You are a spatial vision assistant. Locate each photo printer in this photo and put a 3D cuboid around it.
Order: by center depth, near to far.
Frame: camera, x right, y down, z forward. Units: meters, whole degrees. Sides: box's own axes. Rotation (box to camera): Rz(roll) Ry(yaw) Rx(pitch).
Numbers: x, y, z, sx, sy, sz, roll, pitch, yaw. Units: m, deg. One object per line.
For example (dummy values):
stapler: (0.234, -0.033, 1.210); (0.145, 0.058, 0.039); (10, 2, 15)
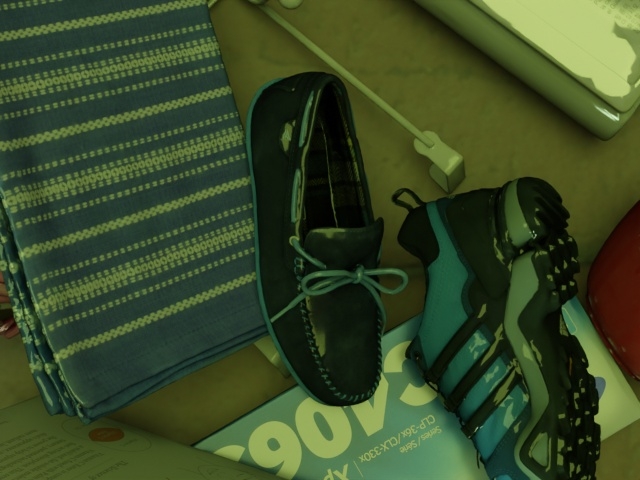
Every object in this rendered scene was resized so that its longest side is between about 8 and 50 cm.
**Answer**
photo printer: (0.197, -0.272, 1.064); (0.307, 0.107, 0.256); (37, 83, 4)

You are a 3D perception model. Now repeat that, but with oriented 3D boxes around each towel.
towel: (-0.139, -0.063, 0.896); (0.243, 0.040, 0.336); (-22, 99, -45)

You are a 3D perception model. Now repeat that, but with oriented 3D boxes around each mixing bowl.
mixing bowl: (0.281, 0.054, 1.009); (0.098, 0.181, 0.181); (-35, 84, 24)

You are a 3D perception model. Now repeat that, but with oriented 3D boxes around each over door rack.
over door rack: (-0.066, -0.084, 1.035); (0.324, 0.108, 0.239); (43, 85, 4)

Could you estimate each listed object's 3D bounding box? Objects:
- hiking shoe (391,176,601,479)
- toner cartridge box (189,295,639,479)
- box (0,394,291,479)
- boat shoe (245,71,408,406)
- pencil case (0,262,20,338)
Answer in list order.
hiking shoe: (0.136, 0.106, 0.957); (0.132, 0.113, 0.304); (-5, 89, 28)
toner cartridge box: (0.071, 0.159, 1.023); (0.347, 0.075, 0.165); (-30, 86, -5)
box: (-0.123, 0.255, 0.877); (0.345, 0.215, 0.168); (15, 100, 18)
boat shoe: (0.000, 0.000, 0.940); (0.109, 0.089, 0.258); (-17, 93, -39)
pencil case: (-0.307, -0.099, 0.952); (0.160, 0.167, 0.386); (-17, 66, 3)
